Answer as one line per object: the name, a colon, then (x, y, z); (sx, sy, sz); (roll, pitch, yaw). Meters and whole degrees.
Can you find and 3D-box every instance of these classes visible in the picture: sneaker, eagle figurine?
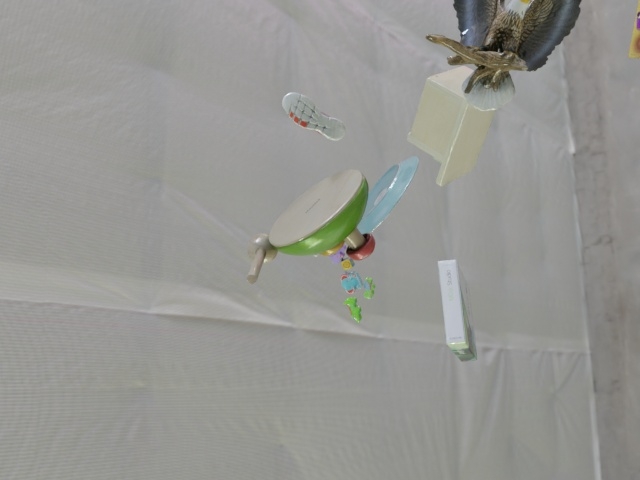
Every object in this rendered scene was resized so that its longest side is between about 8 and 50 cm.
sneaker: (-0.021, -0.269, 1.588); (0.158, 0.065, 0.061); (33, -88, -20)
eagle figurine: (0.365, -0.424, 1.402); (0.226, 0.225, 0.298); (46, -130, -24)

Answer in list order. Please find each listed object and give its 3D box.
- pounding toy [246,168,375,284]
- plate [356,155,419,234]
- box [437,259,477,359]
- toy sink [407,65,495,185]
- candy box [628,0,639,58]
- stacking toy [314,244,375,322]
pounding toy: (0.000, 0.000, 1.162); (0.110, 0.237, 0.183); (51, -173, -21)
plate: (0.116, -0.086, 1.339); (0.024, 0.188, 0.188); (36, -130, -10)
box: (0.393, 0.206, 2.053); (0.322, 0.059, 0.232); (42, -138, -65)
toy sink: (0.307, -0.273, 1.709); (0.153, 0.131, 0.234); (-27, -38, -39)
candy box: (0.708, -0.464, 1.477); (0.053, 0.109, 0.186); (-14, -66, -47)
stacking toy: (0.052, 0.063, 1.643); (0.221, 0.052, 0.167); (65, -158, -8)
